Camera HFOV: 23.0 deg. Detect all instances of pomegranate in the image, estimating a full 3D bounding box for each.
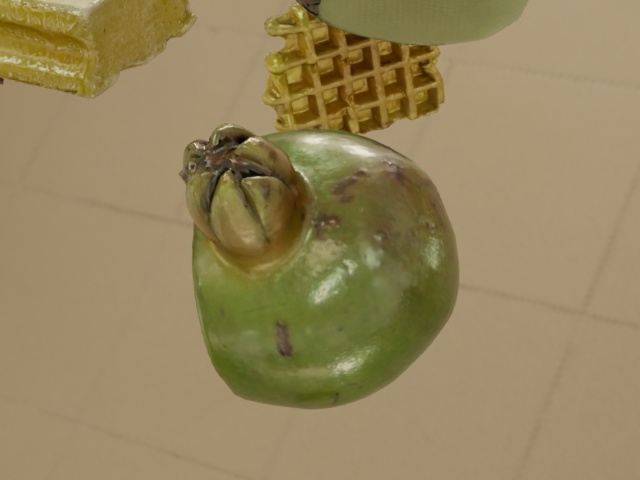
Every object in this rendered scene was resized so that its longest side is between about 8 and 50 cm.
[{"bbox_3d":[0.004,-0.005,1.057,0.159,0.241,0.190,-10,31,22],"label":"pomegranate"}]

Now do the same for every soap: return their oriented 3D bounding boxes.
[{"bbox_3d":[-0.295,-0.240,1.525,0.314,0.091,0.199,14,37,27],"label":"soap"}]

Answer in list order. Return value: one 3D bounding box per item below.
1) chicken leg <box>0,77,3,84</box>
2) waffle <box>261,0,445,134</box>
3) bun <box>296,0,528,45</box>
[{"bbox_3d":[-0.341,-0.199,1.627,0.036,0.021,0.083,5,103,2],"label":"chicken leg"},{"bbox_3d":[0.032,-0.229,1.866,0.229,0.219,0.057,-18,32,-17],"label":"waffle"},{"bbox_3d":[0.093,-0.336,1.647,0.293,0.293,0.187,3,72,30],"label":"bun"}]
